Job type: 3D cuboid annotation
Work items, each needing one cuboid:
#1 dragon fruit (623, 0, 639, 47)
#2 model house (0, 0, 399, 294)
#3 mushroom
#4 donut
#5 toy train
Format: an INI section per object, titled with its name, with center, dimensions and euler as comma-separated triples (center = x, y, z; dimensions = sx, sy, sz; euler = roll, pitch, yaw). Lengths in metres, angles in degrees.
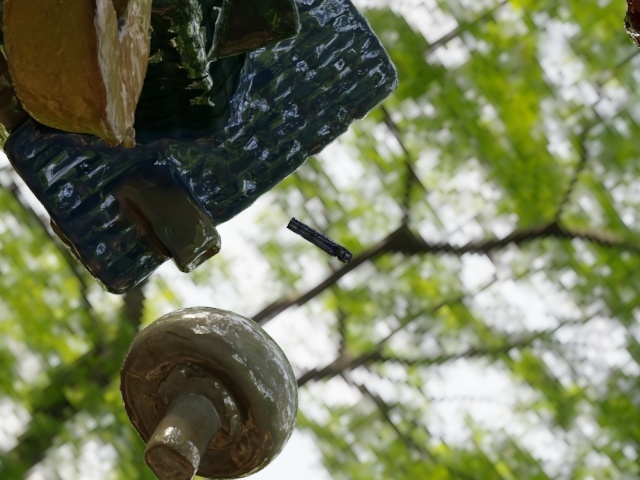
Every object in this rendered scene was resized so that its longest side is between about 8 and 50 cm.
[dragon fruit]
center = 0.381, -0.243, 2.078
dimensions = 0.121, 0.130, 0.142
euler = 28, -55, 10
[model house]
center = -0.138, -0.212, 1.701
dimensions = 0.400, 0.395, 0.445
euler = 54, -10, 21
[mushroom]
center = -0.133, 0.185, 2.146
dimensions = 0.207, 0.215, 0.207
euler = 10, -57, 16
[donut]
center = -0.164, -0.157, 1.348
dimensions = 0.174, 0.075, 0.190
euler = 81, 12, -49
[toy train]
center = 0.000, 0.000, 2.227
dimensions = 0.083, 0.017, 0.017
euler = 31, -2, 16
